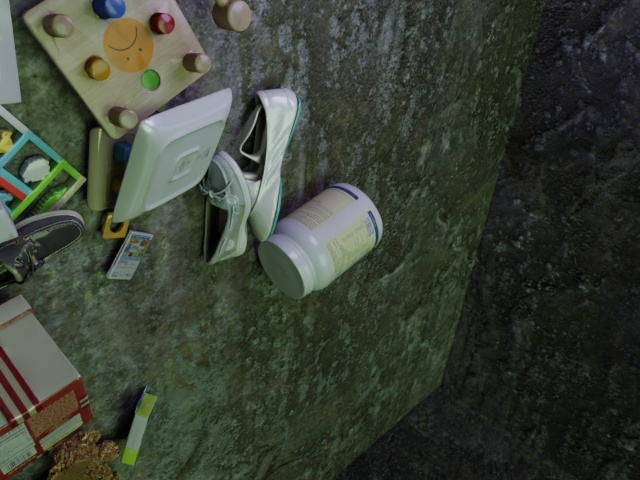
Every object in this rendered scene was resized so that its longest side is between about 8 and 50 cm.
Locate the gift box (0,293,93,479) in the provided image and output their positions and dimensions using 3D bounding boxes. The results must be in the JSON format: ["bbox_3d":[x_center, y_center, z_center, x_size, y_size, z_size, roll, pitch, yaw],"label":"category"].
[{"bbox_3d":[-0.627,0.295,1.115,0.255,0.258,0.276,-32,157,-37],"label":"gift box"}]

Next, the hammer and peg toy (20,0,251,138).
[{"bbox_3d":[-0.321,-0.396,1.053,0.361,0.127,0.266,-45,131,-20],"label":"hammer and peg toy"}]

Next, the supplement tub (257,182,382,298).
[{"bbox_3d":[0.000,0.000,1.690,0.324,0.235,0.236,-36,140,-29],"label":"supplement tub"}]

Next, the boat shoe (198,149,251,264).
[{"bbox_3d":[-0.248,-0.073,1.433,0.103,0.118,0.321,-28,144,-34],"label":"boat shoe"}]

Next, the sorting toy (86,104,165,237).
[{"bbox_3d":[-0.396,-0.157,1.218,0.196,0.047,0.348,-23,133,-53],"label":"sorting toy"}]

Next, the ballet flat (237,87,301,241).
[{"bbox_3d":[-0.159,-0.194,1.463,0.139,0.139,0.401,-6,116,-50],"label":"ballet flat"}]

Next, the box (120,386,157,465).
[{"bbox_3d":[-0.495,0.506,1.568,0.109,0.042,0.178,-100,-151,-73],"label":"box"}]

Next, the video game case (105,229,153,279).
[{"bbox_3d":[-0.443,0.035,1.333,0.122,0.011,0.087,-61,163,3],"label":"video game case"}]

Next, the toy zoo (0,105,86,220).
[{"bbox_3d":[-0.589,-0.128,1.029,0.192,0.030,0.293,-51,145,-11],"label":"toy zoo"}]

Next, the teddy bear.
[{"bbox_3d":[-0.630,0.608,1.489,0.245,0.113,0.338,-40,150,-15],"label":"teddy bear"}]

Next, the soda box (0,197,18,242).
[{"bbox_3d":[-0.644,-0.008,0.973,0.216,0.074,0.069,-26,141,-22],"label":"soda box"}]

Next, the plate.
[{"bbox_3d":[-0.300,-0.172,1.209,0.278,0.045,0.277,-42,168,-50],"label":"plate"}]

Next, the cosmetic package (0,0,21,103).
[{"bbox_3d":[-0.525,-0.343,0.890,0.060,0.098,0.239,-24,133,-44],"label":"cosmetic package"}]

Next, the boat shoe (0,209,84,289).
[{"bbox_3d":[-0.574,0.038,1.070,0.285,0.092,0.103,-26,142,-18],"label":"boat shoe"}]
